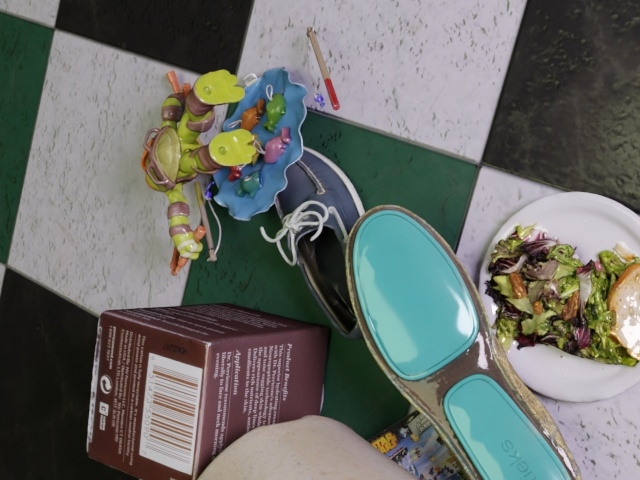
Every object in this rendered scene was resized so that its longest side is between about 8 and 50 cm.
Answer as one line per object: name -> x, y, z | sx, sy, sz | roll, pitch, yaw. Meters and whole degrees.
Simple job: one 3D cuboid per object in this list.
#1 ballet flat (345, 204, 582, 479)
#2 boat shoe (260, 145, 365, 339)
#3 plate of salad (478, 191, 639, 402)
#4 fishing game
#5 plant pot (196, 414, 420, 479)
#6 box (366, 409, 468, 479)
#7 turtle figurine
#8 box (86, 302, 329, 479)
ballet flat -> 0.132, 0.128, 1.017 | 0.123, 0.123, 0.348 | -40, 73, 30
boat shoe -> 0.000, 0.000, 1.138 | 0.095, 0.079, 0.254 | -43, 64, 37
plate of salad -> 0.232, 0.054, 0.984 | 0.200, 0.048, 0.199 | 1, 91, 37
fishing game -> -0.077, -0.116, 1.186 | 0.264, 0.041, 0.189 | -46, 41, 33
plant pot -> 0.025, 0.328, 0.948 | 0.305, 0.334, 0.333 | 38, 113, 50
box -> 0.104, 0.231, 1.093 | 0.137, 0.027, 0.094 | -38, 69, 31
turtle figurine -> -0.158, -0.111, 1.199 | 0.217, 0.087, 0.269 | -34, 53, 55
box -> -0.122, 0.167, 1.154 | 0.167, 0.203, 0.168 | 10, 96, 37
